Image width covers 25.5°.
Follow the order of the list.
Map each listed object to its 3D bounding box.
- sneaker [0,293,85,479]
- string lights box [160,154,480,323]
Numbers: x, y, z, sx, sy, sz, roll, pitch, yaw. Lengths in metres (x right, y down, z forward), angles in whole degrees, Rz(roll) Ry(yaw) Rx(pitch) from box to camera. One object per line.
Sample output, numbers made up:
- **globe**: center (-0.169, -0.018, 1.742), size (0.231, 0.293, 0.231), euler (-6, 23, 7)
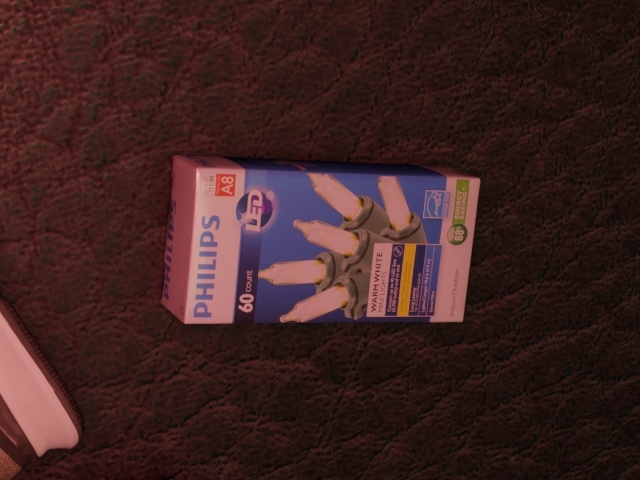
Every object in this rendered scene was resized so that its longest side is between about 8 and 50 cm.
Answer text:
- **sneaker**: center (-0.380, 0.043, 1.013), size (0.257, 0.169, 0.447), euler (-35, 115, -15)
- **string lights box**: center (0.000, 0.000, 1.220), size (0.259, 0.077, 0.133), euler (0, 102, -23)
